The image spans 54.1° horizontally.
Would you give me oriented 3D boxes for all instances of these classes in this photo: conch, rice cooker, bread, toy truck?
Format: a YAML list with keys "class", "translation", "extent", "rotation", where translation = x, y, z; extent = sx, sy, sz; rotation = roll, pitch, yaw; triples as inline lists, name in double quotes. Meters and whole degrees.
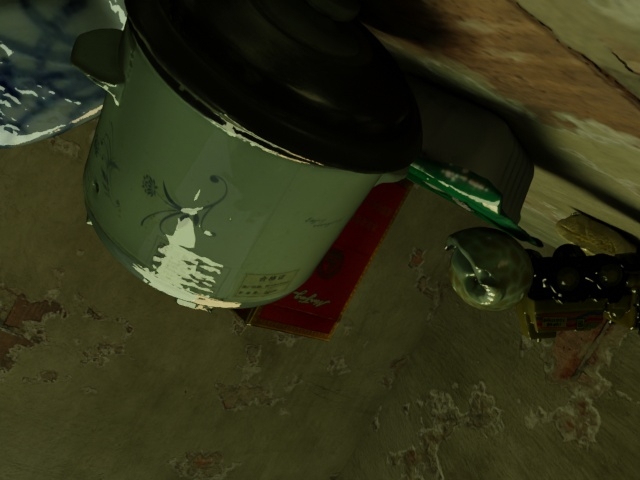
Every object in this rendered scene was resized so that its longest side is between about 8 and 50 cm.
- class: "conch"
  translation: [0.218, 0.033, 0.801]
  extent: [0.116, 0.106, 0.173]
  rotation: [47, 179, 28]
- class: "rice cooker"
  translation: [-0.064, -0.102, 0.557]
  extent: [0.317, 0.316, 0.264]
  rotation: [25, -142, -27]
- class: "bread"
  translation: [0.528, 0.014, 1.147]
  extent: [0.178, 0.060, 0.139]
  rotation: [21, -168, -44]
- class: "toy truck"
  translation: [0.400, 0.067, 0.858]
  extent: [0.257, 0.127, 0.127]
  rotation: [-8, -173, -3]

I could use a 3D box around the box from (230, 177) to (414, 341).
- class: "box"
  translation: [-0.001, -0.001, 0.774]
  extent: [0.074, 0.239, 0.153]
  rotation: [33, -172, 39]

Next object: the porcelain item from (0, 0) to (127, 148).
- class: "porcelain item"
  translation: [-0.377, -0.242, 0.794]
  extent: [0.178, 0.406, 0.242]
  rotation: [-90, -18, -46]

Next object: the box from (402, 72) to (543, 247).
- class: "box"
  translation: [0.167, -0.110, 0.797]
  extent: [0.264, 0.106, 0.337]
  rotation: [34, -171, 26]
